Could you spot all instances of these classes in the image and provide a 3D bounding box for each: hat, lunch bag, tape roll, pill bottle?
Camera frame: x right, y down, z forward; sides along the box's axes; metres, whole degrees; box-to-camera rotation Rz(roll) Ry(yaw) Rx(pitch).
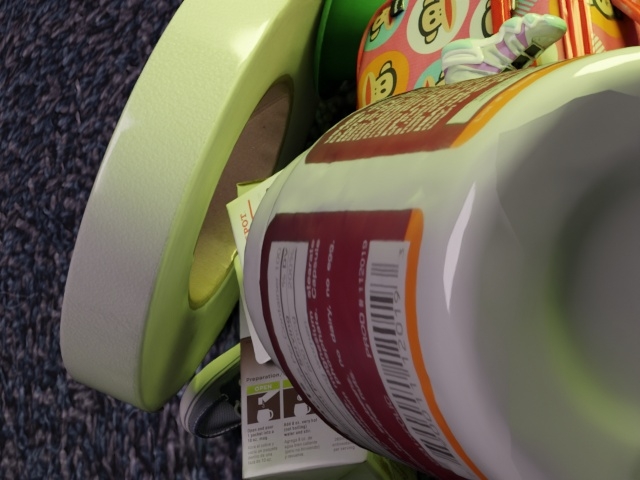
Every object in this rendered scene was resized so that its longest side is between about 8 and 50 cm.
[{"bbox_3d":[0.107,-0.178,1.367,0.208,0.184,0.173,75,-144,-73],"label":"hat"},{"bbox_3d":[0.148,-0.080,1.193,0.258,0.120,0.293,-27,55,41],"label":"lunch bag"},{"bbox_3d":[-0.093,-0.048,1.335,0.392,0.072,0.392,23,-90,-82],"label":"tape roll"},{"bbox_3d":[0.097,0.023,0.880,0.392,0.224,0.224,-176,103,-73],"label":"pill bottle"}]

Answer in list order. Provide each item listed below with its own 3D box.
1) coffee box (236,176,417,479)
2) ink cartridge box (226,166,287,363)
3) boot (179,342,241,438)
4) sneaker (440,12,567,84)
[{"bbox_3d":[0.005,0.083,1.258,0.098,0.141,0.246,-11,61,15],"label":"coffee box"},{"bbox_3d":[0.000,0.000,1.157,0.180,0.060,0.104,-31,53,21],"label":"ink cartridge box"},{"bbox_3d":[-0.050,0.134,1.398,0.190,0.069,0.086,-46,46,31],"label":"boot"},{"bbox_3d":[0.127,-0.110,1.111,0.098,0.038,0.069,-19,64,40],"label":"sneaker"}]
